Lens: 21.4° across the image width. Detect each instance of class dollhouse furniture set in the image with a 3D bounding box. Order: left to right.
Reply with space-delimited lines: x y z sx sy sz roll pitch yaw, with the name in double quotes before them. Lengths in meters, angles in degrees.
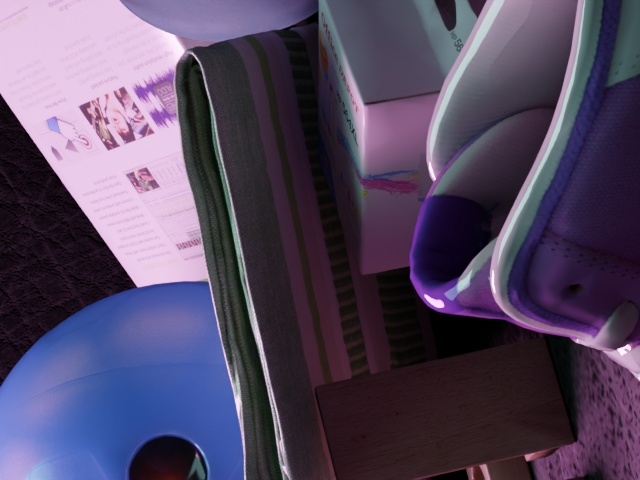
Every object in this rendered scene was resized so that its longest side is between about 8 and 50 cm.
"dollhouse furniture set" 0.066 0.152 0.916 0.151 0.123 0.144 107 151 -70

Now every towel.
"towel" 0.000 0.000 0.970 0.325 0.038 0.248 -34 -65 -70

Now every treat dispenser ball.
"treat dispenser ball" -0.086 0.169 1.116 0.288 0.288 0.288 169 90 -80

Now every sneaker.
"sneaker" 0.100 0.020 0.466 0.102 0.161 0.282 -117 17 -54

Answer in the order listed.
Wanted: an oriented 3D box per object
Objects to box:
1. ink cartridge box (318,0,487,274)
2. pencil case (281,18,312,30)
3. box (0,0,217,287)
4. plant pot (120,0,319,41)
"ink cartridge box" 0.051 -0.069 0.851 0.143 0.090 0.092 89 166 -49
"pencil case" -0.106 -0.167 1.439 0.410 0.160 0.183 -126 25 -69
"box" -0.101 -0.062 1.194 0.232 0.058 0.322 -13 114 51
"plant pot" -0.075 -0.248 0.923 0.255 0.271 0.271 67 -174 -63
